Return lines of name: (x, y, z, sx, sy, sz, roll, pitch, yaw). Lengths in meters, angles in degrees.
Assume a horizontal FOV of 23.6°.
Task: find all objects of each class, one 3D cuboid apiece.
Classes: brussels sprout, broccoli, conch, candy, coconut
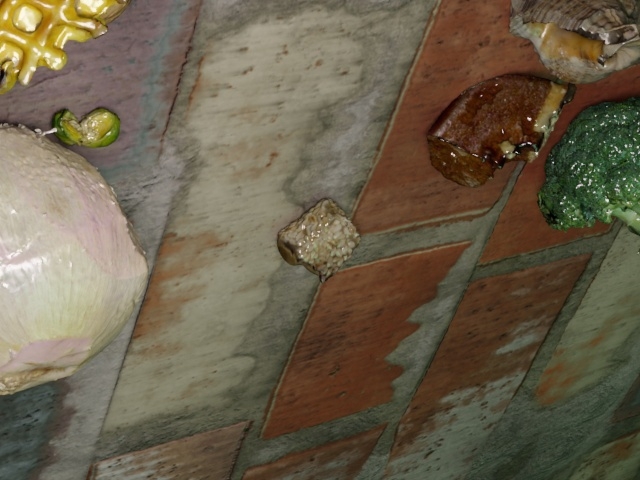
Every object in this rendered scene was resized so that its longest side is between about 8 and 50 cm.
brussels sprout: (-0.275, -0.132, 1.787, 0.083, 0.046, 0.051, 2, 137, -31)
broccoli: (0.473, -0.086, 2.359, 0.270, 0.270, 0.270, -35, -174, 4)
conch: (0.350, -0.284, 2.057, 0.178, 0.245, 0.163, -4, 103, -14)
candy: (0.000, 0.000, 2.174, 0.110, 0.085, 0.095, -47, 141, -1)
coconut: (-0.342, 0.035, 1.727, 0.297, 0.254, 0.297, -19, 144, -14)

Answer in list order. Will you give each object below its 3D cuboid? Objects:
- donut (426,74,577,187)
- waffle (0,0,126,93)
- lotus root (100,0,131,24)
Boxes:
donut: (0.257, -0.159, 2.190, 0.186, 0.144, 0.126, -51, 162, -23)
waffle: (-0.321, -0.284, 1.405, 0.329, 0.062, 0.329, -1, 104, -5)
lotus root: (-0.276, -0.266, 1.527, 0.256, 0.140, 0.154, -19, -175, -8)
